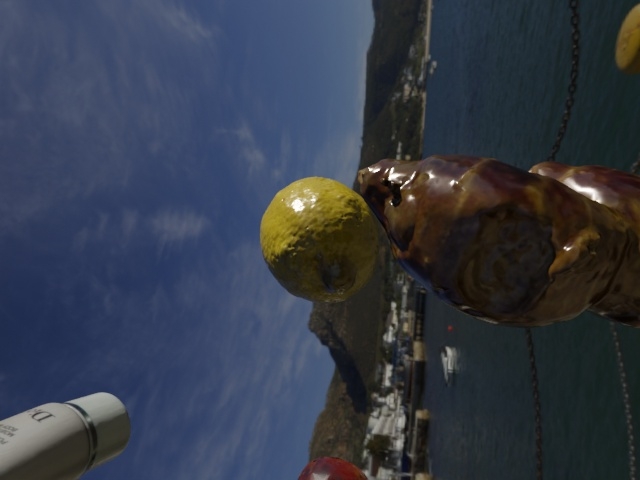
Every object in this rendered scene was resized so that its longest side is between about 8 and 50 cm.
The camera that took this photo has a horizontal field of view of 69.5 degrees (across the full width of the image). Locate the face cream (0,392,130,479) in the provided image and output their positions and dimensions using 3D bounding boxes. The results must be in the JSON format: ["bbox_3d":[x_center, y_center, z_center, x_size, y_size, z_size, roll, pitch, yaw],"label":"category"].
[{"bbox_3d":[-0.314,0.216,0.413,0.314,0.143,0.089,4,-96,-68],"label":"face cream"}]

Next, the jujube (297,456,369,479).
[{"bbox_3d":[0.012,0.479,0.733,0.243,0.183,0.183,-83,-10,-45],"label":"jujube"}]

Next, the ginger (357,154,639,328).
[{"bbox_3d":[0.219,-0.022,0.509,0.274,0.357,0.153,-94,9,-58],"label":"ginger"}]

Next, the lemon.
[{"bbox_3d":[0.000,0.000,0.936,0.320,0.245,0.245,-116,21,-61],"label":"lemon"}]
